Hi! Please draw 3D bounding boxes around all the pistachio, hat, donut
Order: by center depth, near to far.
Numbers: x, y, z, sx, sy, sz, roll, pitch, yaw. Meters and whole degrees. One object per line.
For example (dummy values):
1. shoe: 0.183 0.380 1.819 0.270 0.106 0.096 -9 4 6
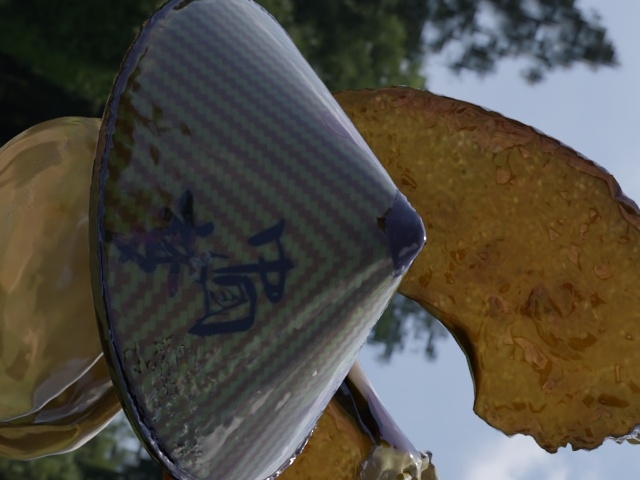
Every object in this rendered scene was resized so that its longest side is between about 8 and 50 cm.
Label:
1. hat: 0.000 0.000 0.581 0.193 0.082 0.193 3 86 -63
2. donut: 0.071 0.069 1.229 0.435 0.377 0.163 -29 167 21
3. pistachio: -0.238 0.033 1.425 0.229 0.238 0.321 55 43 -55
